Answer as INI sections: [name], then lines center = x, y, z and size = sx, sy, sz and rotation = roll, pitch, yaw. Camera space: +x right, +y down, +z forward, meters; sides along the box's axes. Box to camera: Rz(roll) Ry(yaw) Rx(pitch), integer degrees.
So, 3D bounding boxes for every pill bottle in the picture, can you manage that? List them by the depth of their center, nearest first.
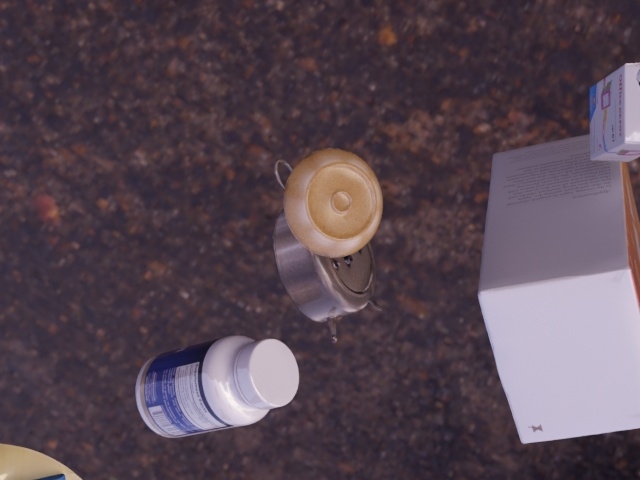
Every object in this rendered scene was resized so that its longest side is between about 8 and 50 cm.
[pill bottle]
center = -0.106, 0.150, 1.315
size = 0.169, 0.094, 0.094
rotation = -17, 125, 41

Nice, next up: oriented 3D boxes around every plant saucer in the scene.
[plant saucer]
center = 0.013, -0.029, 0.955
size = 0.083, 0.083, 0.015
rotation = 42, 163, -18

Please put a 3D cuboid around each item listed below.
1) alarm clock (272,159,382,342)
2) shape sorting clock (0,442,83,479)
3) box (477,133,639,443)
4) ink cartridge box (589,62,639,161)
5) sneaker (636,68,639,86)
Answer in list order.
[alarm clock]
center = 0.000, 0.000, 1.328
size = 0.064, 0.129, 0.192
rotation = -22, 103, 29
[shape sorting clock]
center = -0.236, 0.243, 0.871
size = 0.206, 0.206, 0.040
rotation = 42, 163, -18
[box]
center = 0.302, 0.045, 1.516
size = 0.168, 0.345, 0.215
rotation = -11, 118, 17
[ink cartridge box]
center = 0.340, -0.140, 1.400
size = 0.052, 0.088, 0.122
rotation = 1, 174, -7
[sneaker]
center = 0.280, -0.131, 1.050
size = 0.032, 0.083, 0.037
rotation = 39, 136, -18
